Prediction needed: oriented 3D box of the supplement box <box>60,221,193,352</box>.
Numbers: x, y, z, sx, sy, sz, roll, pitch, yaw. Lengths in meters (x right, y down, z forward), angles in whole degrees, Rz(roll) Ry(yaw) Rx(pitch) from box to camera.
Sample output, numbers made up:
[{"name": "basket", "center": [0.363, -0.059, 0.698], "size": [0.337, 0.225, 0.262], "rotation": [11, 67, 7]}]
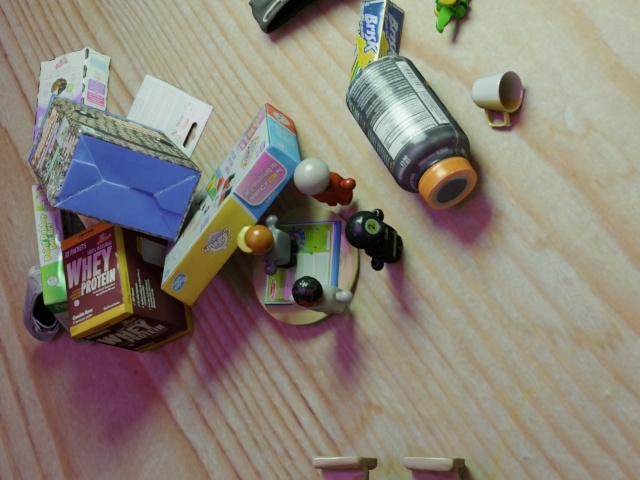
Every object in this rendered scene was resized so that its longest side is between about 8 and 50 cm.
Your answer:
[{"name": "supplement box", "center": [-0.356, 0.086, 1.826], "size": [0.129, 0.194, 0.191], "rotation": [-24, 64, 24]}]

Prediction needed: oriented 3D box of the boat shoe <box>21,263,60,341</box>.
[{"name": "boat shoe", "center": [-0.559, 0.146, 1.999], "size": [0.227, 0.079, 0.081], "rotation": [106, 152, -47]}]

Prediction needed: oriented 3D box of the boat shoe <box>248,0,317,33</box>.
[{"name": "boat shoe", "center": [0.006, -0.464, 1.759], "size": [0.335, 0.112, 0.095], "rotation": [-16, 86, 41]}]

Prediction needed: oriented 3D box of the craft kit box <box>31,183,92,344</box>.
[{"name": "craft kit box", "center": [-0.494, 0.048, 1.936], "size": [0.061, 0.246, 0.250], "rotation": [-13, 67, -1]}]

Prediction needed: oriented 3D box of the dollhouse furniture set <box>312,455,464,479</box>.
[{"name": "dollhouse furniture set", "center": [0.030, 0.500, 1.454], "size": [0.394, 0.256, 0.362], "rotation": [-2, 77, 16]}]

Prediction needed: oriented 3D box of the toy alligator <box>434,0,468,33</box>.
[{"name": "toy alligator", "center": [0.214, -0.425, 1.612], "size": [0.051, 0.056, 0.189], "rotation": [3, 76, -4]}]

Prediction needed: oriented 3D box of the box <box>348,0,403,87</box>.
[{"name": "box", "center": [0.094, -0.317, 1.670], "size": [0.054, 0.059, 0.169], "rotation": [1, 80, 38]}]

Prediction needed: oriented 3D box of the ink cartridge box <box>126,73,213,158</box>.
[{"name": "ink cartridge box", "center": [-0.304, -0.236, 1.992], "size": [0.179, 0.045, 0.145], "rotation": [28, 96, 21]}]

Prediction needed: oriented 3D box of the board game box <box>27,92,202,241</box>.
[{"name": "board game box", "center": [-0.379, -0.136, 1.798], "size": [0.291, 0.232, 0.141], "rotation": [41, 110, 59]}]

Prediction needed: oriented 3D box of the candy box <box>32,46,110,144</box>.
[{"name": "candy box", "center": [-0.545, -0.306, 2.169], "size": [0.165, 0.070, 0.196], "rotation": [-7, 75, 37]}]

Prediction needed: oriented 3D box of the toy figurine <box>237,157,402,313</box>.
[{"name": "toy figurine", "center": [0.000, 0.000, 1.574], "size": [0.209, 0.148, 0.213], "rotation": [-45, 64, 8]}]

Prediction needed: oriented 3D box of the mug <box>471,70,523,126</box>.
[{"name": "mug", "center": [0.263, -0.219, 1.512], "size": [0.064, 0.062, 0.078], "rotation": [5, 75, 47]}]

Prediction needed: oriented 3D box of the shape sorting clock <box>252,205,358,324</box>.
[{"name": "shape sorting clock", "center": [-0.027, 0.042, 1.684], "size": [0.206, 0.040, 0.206], "rotation": [-7, 74, 24]}]

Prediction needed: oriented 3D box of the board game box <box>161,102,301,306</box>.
[{"name": "board game box", "center": [-0.158, -0.068, 1.723], "size": [0.316, 0.064, 0.242], "rotation": [-51, 18, 17]}]

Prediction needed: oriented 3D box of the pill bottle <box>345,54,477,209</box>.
[{"name": "pill bottle", "center": [0.146, -0.163, 1.543], "size": [0.130, 0.130, 0.245], "rotation": [-43, 56, 22]}]
